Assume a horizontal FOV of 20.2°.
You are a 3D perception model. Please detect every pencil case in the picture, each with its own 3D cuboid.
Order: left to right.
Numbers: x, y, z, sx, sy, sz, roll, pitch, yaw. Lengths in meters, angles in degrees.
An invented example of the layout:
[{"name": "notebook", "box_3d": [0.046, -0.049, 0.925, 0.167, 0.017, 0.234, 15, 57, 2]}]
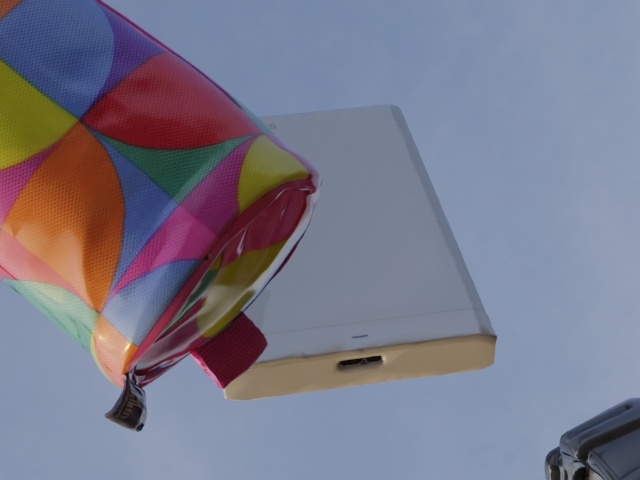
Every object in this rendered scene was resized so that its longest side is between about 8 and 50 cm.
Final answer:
[{"name": "pencil case", "box_3d": [-0.110, -0.048, 0.587, 0.104, 0.236, 0.104, -47, -10, -11]}]

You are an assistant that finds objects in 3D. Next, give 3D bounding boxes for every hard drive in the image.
[{"name": "hard drive", "box_3d": [0.000, 0.000, 1.419, 0.203, 0.307, 0.040, -7, -51, -9]}]

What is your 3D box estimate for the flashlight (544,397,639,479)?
[{"name": "flashlight", "box_3d": [0.262, 0.081, 0.884, 0.304, 0.103, 0.103, -24, -52, -16]}]
